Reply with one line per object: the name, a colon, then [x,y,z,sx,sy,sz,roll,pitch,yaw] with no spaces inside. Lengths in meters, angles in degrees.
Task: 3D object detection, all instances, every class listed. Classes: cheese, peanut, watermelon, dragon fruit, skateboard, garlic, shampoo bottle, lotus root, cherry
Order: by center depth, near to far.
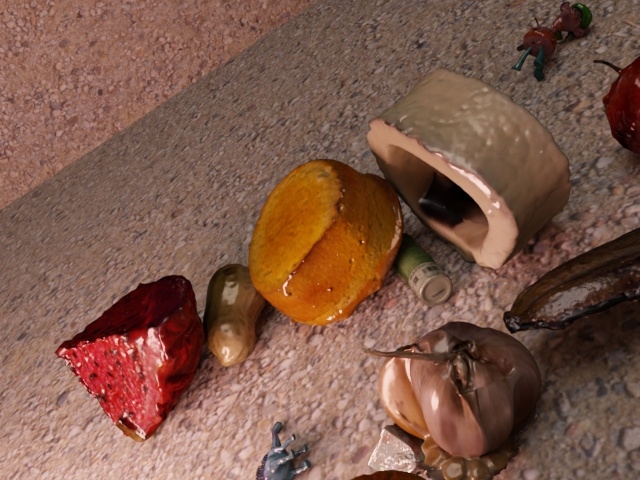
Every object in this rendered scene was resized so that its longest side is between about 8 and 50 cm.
garlic: [0.150,0.204,0.823,0.207,0.256,0.207,-7,79,40]
lotus root: [0.384,0.035,0.868,0.329,0.078,0.167,-20,-3,0]
watermelon: [0.104,0.274,0.899,0.085,0.061,0.085,-32,25,17]
cherry: [0.560,-0.211,1.021,0.249,0.192,0.175,8,87,38]
cheese: [0.239,-0.108,1.079,0.153,0.292,0.332,-39,45,-8]
dragon fruit: [-0.314,0.192,1.156,0.240,0.302,0.330,-6,-13,-31]
shampoo bottle: [0.154,0.037,1.162,0.065,0.065,0.204,-34,33,0]
peanut: [-0.162,0.135,1.270,0.120,0.110,0.236,-6,39,2]
skateboard: [0.490,-0.480,1.568,0.063,0.032,0.083,-20,37,38]

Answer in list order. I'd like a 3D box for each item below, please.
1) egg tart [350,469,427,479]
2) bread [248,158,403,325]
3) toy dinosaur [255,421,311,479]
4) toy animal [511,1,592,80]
egg tart: [0.084,0.355,0.718,0.215,0.171,0.215,-19,21,8]
bread: [0.003,-0.005,1.204,0.312,0.172,0.312,-32,42,34]
toy dinosaur: [-0.058,0.333,0.985,0.080,0.045,0.197,-38,23,19]
toy animal: [0.498,-0.433,1.461,0.208,0.100,0.103,-50,-3,-18]
